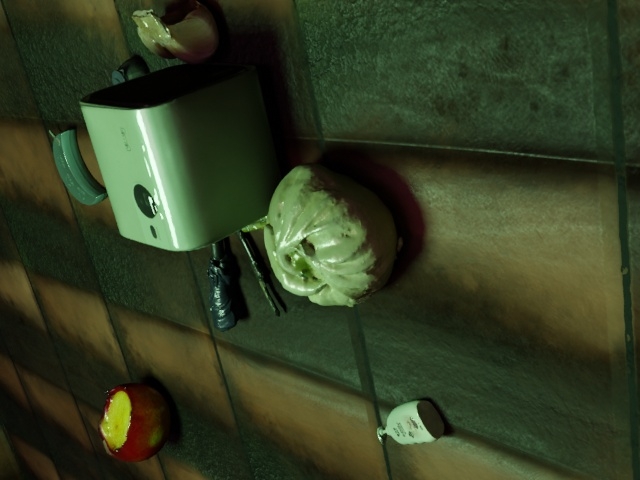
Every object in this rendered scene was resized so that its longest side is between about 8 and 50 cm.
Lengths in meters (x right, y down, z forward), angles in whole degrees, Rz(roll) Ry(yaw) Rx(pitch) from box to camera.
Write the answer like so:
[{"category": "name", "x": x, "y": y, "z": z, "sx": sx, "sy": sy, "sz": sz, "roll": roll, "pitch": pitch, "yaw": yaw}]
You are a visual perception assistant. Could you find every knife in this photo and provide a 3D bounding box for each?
[{"category": "knife", "x": -0.126, "y": 0.048, "z": 1.538, "sx": 0.222, "sy": 0.021, "sz": 0.045, "roll": 62, "pitch": 157, "yaw": 1}]

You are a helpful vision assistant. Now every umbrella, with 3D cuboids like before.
[{"category": "umbrella", "x": -0.200, "y": 0.073, "z": 1.621, "sx": 0.071, "sy": 0.071, "sz": 0.248, "roll": 20, "pitch": 121, "yaw": 40}]

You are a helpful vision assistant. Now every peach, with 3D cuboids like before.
[{"category": "peach", "x": -0.506, "y": 0.484, "z": 2.113, "sx": 0.196, "sy": 0.190, "sz": 0.226, "roll": -3, "pitch": 136, "yaw": 12}]

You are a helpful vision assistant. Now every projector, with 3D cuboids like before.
[{"category": "projector", "x": -0.228, "y": -0.151, "z": 1.334, "sx": 0.248, "sy": 0.248, "sz": 0.249, "roll": 13, "pitch": 123, "yaw": 44}]

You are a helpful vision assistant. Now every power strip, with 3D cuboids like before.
[{"category": "power strip", "x": -0.591, "y": -0.181, "z": 1.899, "sx": 0.137, "sy": 0.044, "sz": 0.216, "roll": -25, "pitch": 95, "yaw": 53}]

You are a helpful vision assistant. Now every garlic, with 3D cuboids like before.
[{"category": "garlic", "x": -0.248, "y": -0.362, "z": 1.356, "sx": 0.174, "sy": 0.099, "sz": 0.124, "roll": 16, "pitch": 144, "yaw": 47}]

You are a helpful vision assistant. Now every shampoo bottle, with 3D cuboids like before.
[{"category": "shampoo bottle", "x": 0.149, "y": 0.327, "z": 1.395, "sx": 0.077, "sy": 0.045, "sz": 0.152, "roll": 59, "pitch": 144, "yaw": 0}]

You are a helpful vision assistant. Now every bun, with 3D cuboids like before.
[{"category": "bun", "x": 0.000, "y": 0.000, "z": 1.254, "sx": 0.259, "sy": 0.160, "sz": 0.259, "roll": 30, "pitch": 134, "yaw": 37}]

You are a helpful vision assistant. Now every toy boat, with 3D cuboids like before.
[{"category": "toy boat", "x": -0.121, "y": -0.049, "z": 1.473, "sx": 0.115, "sy": 0.016, "sz": 0.063, "roll": -9, "pitch": 107, "yaw": 51}]

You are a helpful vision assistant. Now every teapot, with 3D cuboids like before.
[{"category": "teapot", "x": -0.379, "y": -0.315, "z": 1.555, "sx": 0.066, "sy": 0.057, "sz": 0.088, "roll": 47, "pitch": 141, "yaw": 17}]
